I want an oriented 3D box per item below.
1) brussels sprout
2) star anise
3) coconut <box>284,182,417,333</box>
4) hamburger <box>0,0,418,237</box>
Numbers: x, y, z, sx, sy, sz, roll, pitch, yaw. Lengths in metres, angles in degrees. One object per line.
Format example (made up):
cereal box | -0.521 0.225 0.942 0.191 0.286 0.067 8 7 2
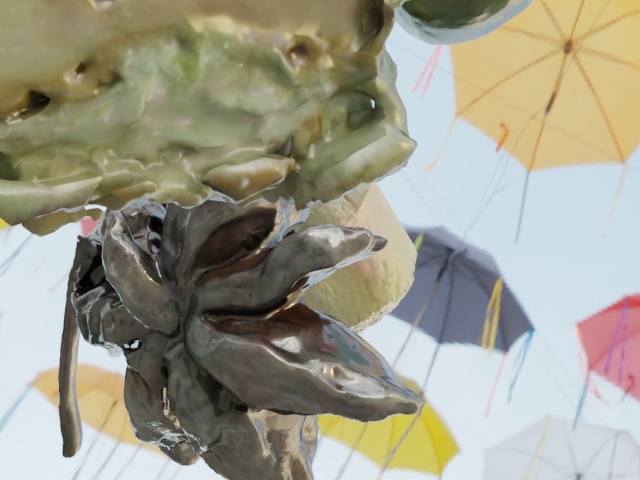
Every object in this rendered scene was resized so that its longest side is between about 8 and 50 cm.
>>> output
brussels sprout | 0.126 -0.241 0.903 0.144 0.180 0.161 22 -6 23
star anise | -0.081 0.065 0.753 0.316 0.139 0.359 31 -60 39
coconut | 0.000 0.000 1.024 0.147 0.147 0.152 -20 -57 31
hamburger | -0.105 -0.090 0.373 0.192 0.288 0.167 15 -71 63
